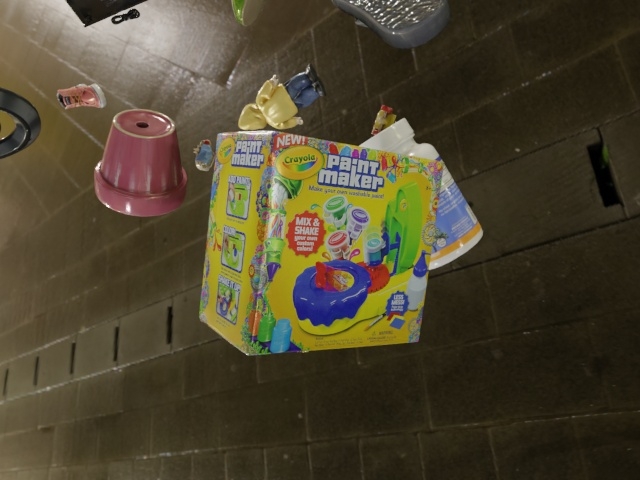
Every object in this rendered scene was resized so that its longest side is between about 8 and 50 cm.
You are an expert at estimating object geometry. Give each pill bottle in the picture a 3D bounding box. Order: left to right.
[{"bbox_3d":[0.184,-0.091,1.032,0.152,0.152,0.272,-29,97,33],"label":"pill bottle"}]

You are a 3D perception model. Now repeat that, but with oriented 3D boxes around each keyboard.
[{"bbox_3d":[-0.442,-0.515,1.137,0.180,0.108,0.023,-19,54,8],"label":"keyboard"}]

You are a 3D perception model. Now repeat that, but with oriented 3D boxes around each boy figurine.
[{"bbox_3d":[-0.122,-0.415,1.630,0.285,0.177,0.092,-28,39,18],"label":"boy figurine"}]

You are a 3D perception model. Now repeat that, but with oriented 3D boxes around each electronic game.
[{"bbox_3d":[-0.649,-0.215,0.990,0.229,0.229,0.048,-32,69,31],"label":"electronic game"}]

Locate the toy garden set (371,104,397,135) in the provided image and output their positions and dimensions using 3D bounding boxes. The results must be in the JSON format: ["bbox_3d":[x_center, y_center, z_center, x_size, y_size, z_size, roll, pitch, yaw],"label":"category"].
[{"bbox_3d":[0.136,-0.223,1.293,0.049,0.244,0.203,19,105,0],"label":"toy garden set"}]

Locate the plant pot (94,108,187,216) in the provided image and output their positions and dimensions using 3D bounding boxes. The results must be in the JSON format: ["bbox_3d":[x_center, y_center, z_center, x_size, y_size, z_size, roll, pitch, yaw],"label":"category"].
[{"bbox_3d":[-0.394,-0.181,1.180,0.201,0.201,0.180,53,139,37],"label":"plant pot"}]

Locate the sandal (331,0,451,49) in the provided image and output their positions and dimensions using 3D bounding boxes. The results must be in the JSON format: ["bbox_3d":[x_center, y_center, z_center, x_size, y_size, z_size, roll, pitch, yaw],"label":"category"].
[{"bbox_3d":[0.071,-0.288,0.637,0.097,0.054,0.254,-30,47,10],"label":"sandal"}]

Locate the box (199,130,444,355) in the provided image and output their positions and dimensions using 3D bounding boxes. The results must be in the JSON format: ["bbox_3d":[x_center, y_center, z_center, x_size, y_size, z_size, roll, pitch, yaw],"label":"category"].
[{"bbox_3d":[0.000,0.000,0.782,0.177,0.290,0.279,15,100,56],"label":"box"}]

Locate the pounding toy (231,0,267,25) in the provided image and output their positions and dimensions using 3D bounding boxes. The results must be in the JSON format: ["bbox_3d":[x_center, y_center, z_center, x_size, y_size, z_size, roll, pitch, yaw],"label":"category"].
[{"bbox_3d":[-0.188,-0.692,1.386,0.236,0.110,0.183,-60,2,-14],"label":"pounding toy"}]

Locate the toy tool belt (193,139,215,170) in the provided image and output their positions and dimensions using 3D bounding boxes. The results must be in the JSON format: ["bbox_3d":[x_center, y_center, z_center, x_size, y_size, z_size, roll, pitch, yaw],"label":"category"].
[{"bbox_3d":[-0.290,-0.218,1.325,0.052,0.051,0.083,7,78,0],"label":"toy tool belt"}]

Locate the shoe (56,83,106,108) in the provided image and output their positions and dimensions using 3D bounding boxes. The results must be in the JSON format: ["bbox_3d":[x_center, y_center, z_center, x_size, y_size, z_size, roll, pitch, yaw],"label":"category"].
[{"bbox_3d":[-0.642,-0.380,1.421,0.178,0.081,0.063,23,135,45],"label":"shoe"}]
